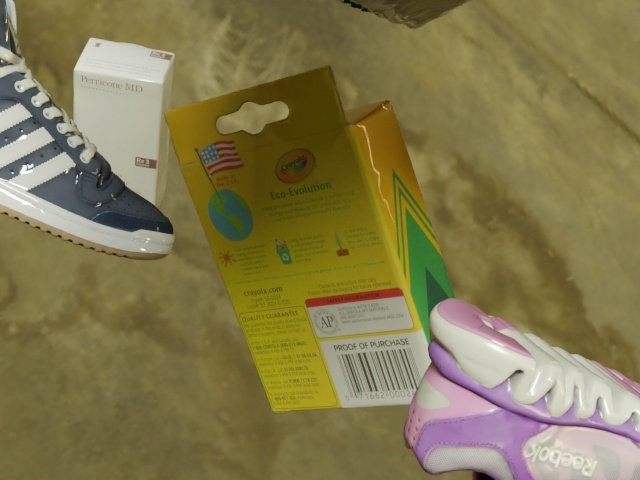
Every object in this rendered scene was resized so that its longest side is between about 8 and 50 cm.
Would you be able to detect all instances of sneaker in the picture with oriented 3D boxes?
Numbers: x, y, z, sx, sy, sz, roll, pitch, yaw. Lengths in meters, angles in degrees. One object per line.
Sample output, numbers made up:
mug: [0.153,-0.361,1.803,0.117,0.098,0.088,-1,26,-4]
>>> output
sneaker: [-0.220,-0.097,0.840,0.282,0.099,0.153,24,91,-15]
sneaker: [0.144,0.123,0.667,0.236,0.095,0.104,24,98,-24]

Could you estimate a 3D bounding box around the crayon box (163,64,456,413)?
crayon box: [0.000,0.000,1.024,0.081,0.202,0.318,-37,113,-51]

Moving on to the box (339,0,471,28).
box: [0.145,-0.348,0.534,0.297,0.480,0.472,67,17,3]

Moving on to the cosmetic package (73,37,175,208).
cosmetic package: [-0.261,-0.140,1.452,0.117,0.231,0.085,9,41,0]
